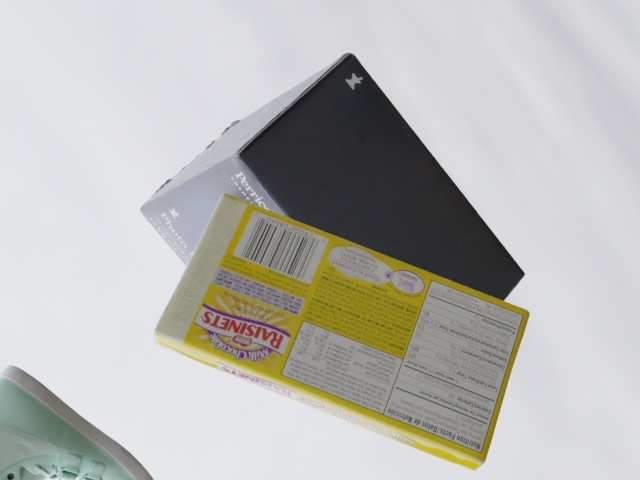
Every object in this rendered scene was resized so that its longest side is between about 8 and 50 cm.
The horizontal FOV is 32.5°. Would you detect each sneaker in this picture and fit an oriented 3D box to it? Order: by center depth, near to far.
[{"bbox_3d":[-0.319,0.284,1.315,0.256,0.094,0.151,38,-112,-6],"label":"sneaker"}]

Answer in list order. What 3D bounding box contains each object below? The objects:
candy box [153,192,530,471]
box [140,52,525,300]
[{"bbox_3d":[0.015,0.053,0.662,0.206,0.027,0.105,22,-116,4],"label":"candy box"},{"bbox_3d":[0.000,0.000,1.170,0.296,0.294,0.183,50,-117,-11],"label":"box"}]
